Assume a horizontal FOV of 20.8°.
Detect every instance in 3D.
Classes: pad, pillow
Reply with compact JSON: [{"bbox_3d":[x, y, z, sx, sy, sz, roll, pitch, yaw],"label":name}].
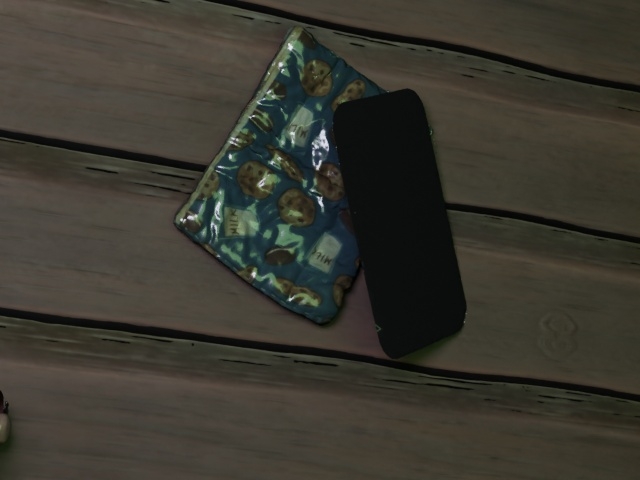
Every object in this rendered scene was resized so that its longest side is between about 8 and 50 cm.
[{"bbox_3d":[0.014,-0.001,1.644,0.323,0.055,0.250,-15,96,-35],"label":"pad"},{"bbox_3d":[-0.011,-0.062,1.704,0.189,0.034,0.255,36,68,-16],"label":"pillow"}]

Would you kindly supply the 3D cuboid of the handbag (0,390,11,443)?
[{"bbox_3d":[-0.299,0.217,1.431,0.074,0.203,0.216,-2,79,-3],"label":"handbag"}]
